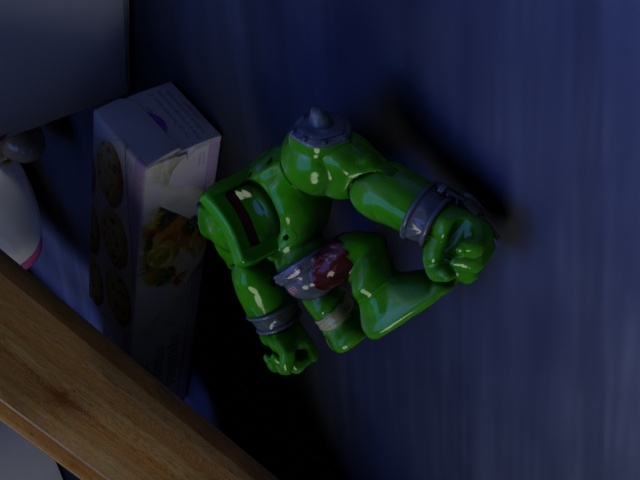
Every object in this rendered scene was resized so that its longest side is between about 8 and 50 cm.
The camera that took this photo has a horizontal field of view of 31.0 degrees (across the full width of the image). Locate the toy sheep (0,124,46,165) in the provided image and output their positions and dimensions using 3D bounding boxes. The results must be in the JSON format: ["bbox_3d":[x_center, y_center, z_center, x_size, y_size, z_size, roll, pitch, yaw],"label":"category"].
[{"bbox_3d":[-0.274,-0.115,0.956,0.132,0.091,0.091,51,148,13],"label":"toy sheep"}]

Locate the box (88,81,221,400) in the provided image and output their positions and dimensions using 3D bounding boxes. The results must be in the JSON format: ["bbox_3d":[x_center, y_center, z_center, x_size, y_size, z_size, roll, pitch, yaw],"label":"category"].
[{"bbox_3d":[-0.132,0.025,0.869,0.067,0.063,0.324,48,147,25],"label":"box"}]

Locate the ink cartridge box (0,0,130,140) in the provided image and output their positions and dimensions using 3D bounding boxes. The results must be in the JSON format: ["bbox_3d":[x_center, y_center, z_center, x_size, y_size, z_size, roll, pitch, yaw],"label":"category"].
[{"bbox_3d":[-0.308,-0.194,0.808,0.306,0.226,0.131,43,145,28],"label":"ink cartridge box"}]

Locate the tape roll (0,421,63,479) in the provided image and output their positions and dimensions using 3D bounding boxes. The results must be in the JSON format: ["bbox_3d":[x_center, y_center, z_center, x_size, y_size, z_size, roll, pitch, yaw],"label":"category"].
[{"bbox_3d":[-0.447,0.301,1.458,0.246,0.169,0.246,37,142,37],"label":"tape roll"}]

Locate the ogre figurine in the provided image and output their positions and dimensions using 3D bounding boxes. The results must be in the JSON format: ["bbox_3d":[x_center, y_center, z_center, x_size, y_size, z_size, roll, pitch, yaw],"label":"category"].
[{"bbox_3d":[0.000,0.000,0.623,0.118,0.097,0.197,52,161,-4],"label":"ogre figurine"}]

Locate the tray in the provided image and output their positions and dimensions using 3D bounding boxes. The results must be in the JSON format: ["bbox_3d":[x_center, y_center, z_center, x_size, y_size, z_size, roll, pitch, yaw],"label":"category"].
[{"bbox_3d":[-0.158,0.122,0.802,0.411,0.076,0.203,45,159,-30],"label":"tray"}]

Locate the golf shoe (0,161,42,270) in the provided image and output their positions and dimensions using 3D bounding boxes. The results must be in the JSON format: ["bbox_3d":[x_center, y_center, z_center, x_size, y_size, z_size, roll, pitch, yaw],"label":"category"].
[{"bbox_3d":[-0.346,-0.106,1.026,0.306,0.115,0.140,57,161,7],"label":"golf shoe"}]
